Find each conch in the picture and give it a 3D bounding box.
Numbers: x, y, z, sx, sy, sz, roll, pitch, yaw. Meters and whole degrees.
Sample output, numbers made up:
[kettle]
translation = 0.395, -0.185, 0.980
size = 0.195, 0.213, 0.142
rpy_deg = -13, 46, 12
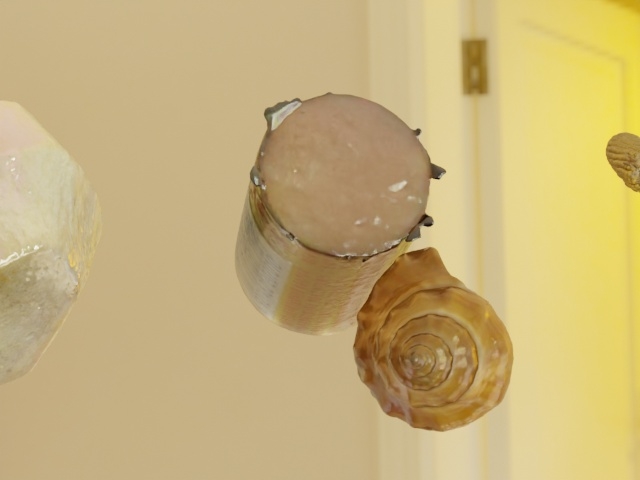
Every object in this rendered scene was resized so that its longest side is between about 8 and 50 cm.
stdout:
[conch]
translation = 0.068, 0.068, 1.184
size = 0.093, 0.109, 0.330
rpy_deg = -41, -4, 1

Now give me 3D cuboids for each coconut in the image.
[coconut]
translation = -0.316, 0.001, 1.630
size = 0.259, 0.259, 0.259
rpy_deg = -1, -2, 0

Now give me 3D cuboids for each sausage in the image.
[sausage]
translation = 0.002, 0.000, 1.330
size = 0.125, 0.117, 0.317
rpy_deg = 13, -18, -2

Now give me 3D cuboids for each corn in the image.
[corn]
translation = 0.183, -0.045, 1.060
size = 0.028, 0.027, 0.083
rpy_deg = -10, 16, 0
